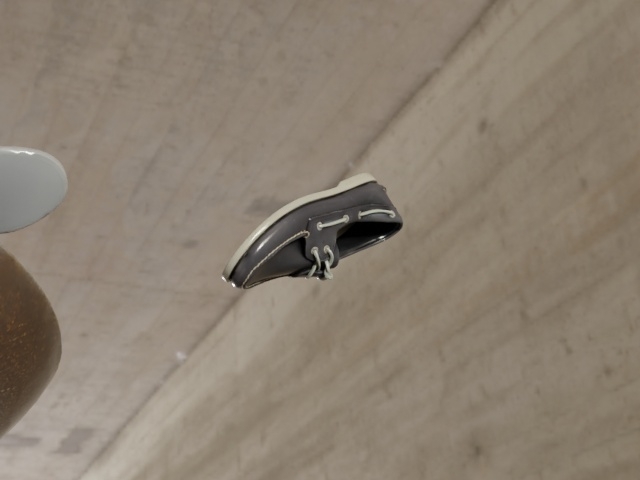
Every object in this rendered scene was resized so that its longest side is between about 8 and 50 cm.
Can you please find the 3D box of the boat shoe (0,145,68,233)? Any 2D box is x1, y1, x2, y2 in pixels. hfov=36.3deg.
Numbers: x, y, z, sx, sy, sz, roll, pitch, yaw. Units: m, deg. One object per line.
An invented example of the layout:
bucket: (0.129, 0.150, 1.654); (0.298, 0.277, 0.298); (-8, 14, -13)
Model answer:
boat shoe: (-0.403, -0.046, 1.048); (0.267, 0.088, 0.096); (-19, -64, -2)

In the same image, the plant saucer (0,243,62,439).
plant saucer: (-0.245, 0.040, 0.318); (0.310, 0.050, 0.310); (-1, -30, -1)

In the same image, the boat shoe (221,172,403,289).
boat shoe: (0.000, 0.000, 0.880); (0.206, 0.065, 0.075); (-30, -20, -43)
